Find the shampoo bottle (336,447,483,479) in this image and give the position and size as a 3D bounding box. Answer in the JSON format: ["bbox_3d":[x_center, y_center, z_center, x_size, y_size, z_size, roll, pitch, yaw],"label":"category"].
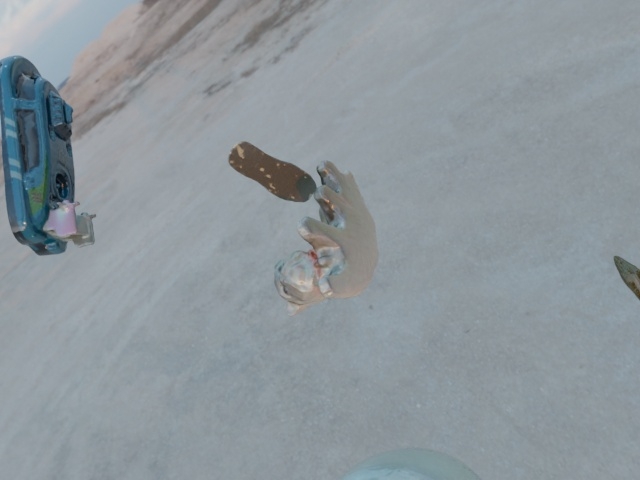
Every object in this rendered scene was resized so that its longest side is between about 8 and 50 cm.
[{"bbox_3d":[0.143,0.499,0.867,0.322,0.322,0.317,-29,-8,23],"label":"shampoo bottle"}]

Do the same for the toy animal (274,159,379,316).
[{"bbox_3d":[0.000,0.000,1.143,0.188,0.266,0.308,-43,64,41],"label":"toy animal"}]

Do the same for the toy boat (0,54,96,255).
[{"bbox_3d":[-0.390,-0.132,0.793,0.092,0.299,0.134,-12,-15,-4],"label":"toy boat"}]

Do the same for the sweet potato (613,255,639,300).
[{"bbox_3d":[0.608,0.090,1.033,0.041,0.038,0.153,-46,70,18],"label":"sweet potato"}]

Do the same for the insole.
[{"bbox_3d":[-0.100,-0.143,1.186,0.081,0.248,0.011,-56,45,8],"label":"insole"}]
